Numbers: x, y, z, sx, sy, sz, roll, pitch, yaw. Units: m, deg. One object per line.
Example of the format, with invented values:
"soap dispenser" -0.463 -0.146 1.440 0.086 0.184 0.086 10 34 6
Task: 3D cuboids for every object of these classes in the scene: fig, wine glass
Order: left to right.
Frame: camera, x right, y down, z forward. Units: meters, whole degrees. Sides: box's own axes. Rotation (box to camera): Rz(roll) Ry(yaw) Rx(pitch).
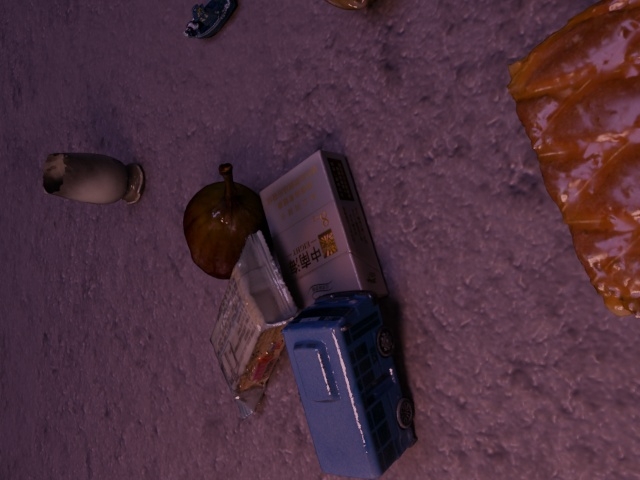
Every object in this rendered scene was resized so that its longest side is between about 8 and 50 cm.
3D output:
"wine glass" -0.492 -0.135 1.379 0.111 0.204 0.111 -4 84 39
"fig" -0.156 -0.045 1.062 0.274 0.145 0.170 114 145 -63

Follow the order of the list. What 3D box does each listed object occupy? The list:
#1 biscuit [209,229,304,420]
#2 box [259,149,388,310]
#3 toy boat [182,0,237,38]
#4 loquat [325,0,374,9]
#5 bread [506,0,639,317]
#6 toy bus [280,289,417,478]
"biscuit" -0.120 0.146 1.059 0.186 0.079 0.309 61 147 32
"box" 0.000 0.000 1.000 0.155 0.067 0.243 -32 67 39
"toy boat" -0.221 -0.441 1.236 0.137 0.060 0.060 -27 70 40
"loquat" 0.040 -0.431 0.939 0.152 0.152 0.195 -24 63 40
"bread" 0.360 -0.101 0.576 0.279 0.207 0.279 -35 66 38
"toy bus" 0.038 0.198 0.878 0.116 0.133 0.234 -10 99 40
